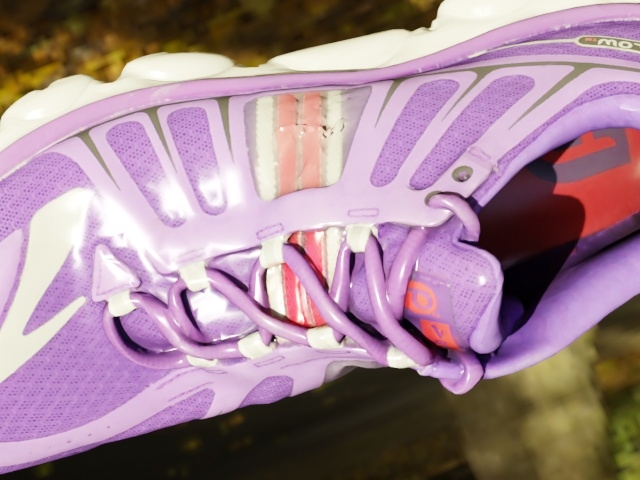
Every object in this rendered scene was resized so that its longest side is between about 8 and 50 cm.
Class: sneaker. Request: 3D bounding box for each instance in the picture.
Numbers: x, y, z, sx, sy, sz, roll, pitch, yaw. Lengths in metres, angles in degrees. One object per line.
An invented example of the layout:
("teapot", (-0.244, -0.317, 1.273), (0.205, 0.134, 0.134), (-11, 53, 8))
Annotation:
("sneaker", (0.000, 0.000, 0.332), (0.170, 0.068, 0.071), (-21, -151, -1))
